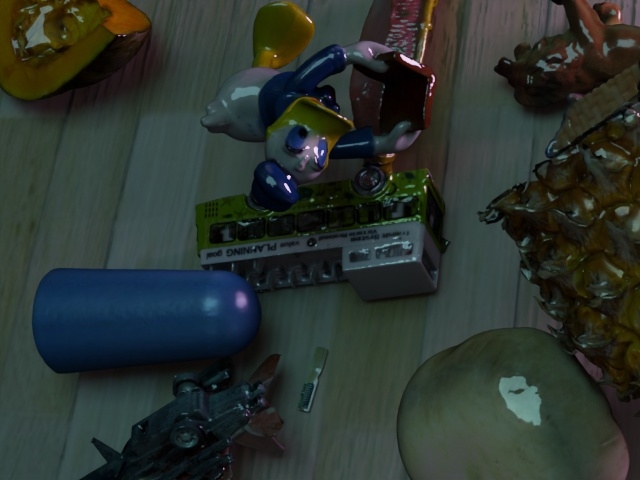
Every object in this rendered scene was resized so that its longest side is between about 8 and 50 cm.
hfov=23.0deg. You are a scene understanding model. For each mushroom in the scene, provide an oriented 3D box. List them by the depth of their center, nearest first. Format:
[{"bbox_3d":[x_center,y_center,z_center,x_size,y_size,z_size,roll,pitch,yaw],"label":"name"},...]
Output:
[{"bbox_3d":[0.222,0.200,1.695,0.260,0.254,0.234,35,41,26],"label":"mushroom"}]

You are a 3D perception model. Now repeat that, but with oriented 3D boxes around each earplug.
[{"bbox_3d":[-0.200,0.093,1.911,0.273,0.132,0.132,-4,63,22],"label":"earplug"}]

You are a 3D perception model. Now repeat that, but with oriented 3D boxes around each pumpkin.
[{"bbox_3d":[-0.350,-0.273,2.191,0.312,0.148,0.169,34,116,37],"label":"pumpkin"}]

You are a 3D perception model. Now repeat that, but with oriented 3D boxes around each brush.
[{"bbox_3d":[-0.010,0.166,1.897,0.016,0.013,0.084,8,65,24],"label":"brush"}]

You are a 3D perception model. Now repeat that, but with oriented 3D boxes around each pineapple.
[{"bbox_3d":[0.359,-0.004,1.573,0.352,0.352,0.300,-29,84,2],"label":"pineapple"}]

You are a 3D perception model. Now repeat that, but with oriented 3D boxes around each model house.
[{"bbox_3d":[0.368,-0.094,1.834,0.172,0.166,0.183,-29,74,31],"label":"model house"}]

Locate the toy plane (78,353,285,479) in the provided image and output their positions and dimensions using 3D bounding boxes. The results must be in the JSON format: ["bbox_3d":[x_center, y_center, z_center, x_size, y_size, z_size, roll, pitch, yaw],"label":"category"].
[{"bbox_3d":[-0.187,0.241,1.862,0.326,0.104,0.223,-21,32,11],"label":"toy plane"}]

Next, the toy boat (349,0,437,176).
[{"bbox_3d":[0.098,-0.234,2.026,0.141,0.099,0.318,-20,47,57],"label":"toy boat"}]

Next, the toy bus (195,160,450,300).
[{"bbox_3d":[0.000,0.000,1.926,0.301,0.113,0.139,-8,61,17],"label":"toy bus"}]

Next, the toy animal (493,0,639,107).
[{"bbox_3d":[0.372,-0.229,1.943,0.312,0.097,0.158,7,78,18],"label":"toy animal"}]

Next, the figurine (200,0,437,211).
[{"bbox_3d":[-0.002,-0.129,1.857,0.283,0.205,0.338,-5,32,14],"label":"figurine"}]
